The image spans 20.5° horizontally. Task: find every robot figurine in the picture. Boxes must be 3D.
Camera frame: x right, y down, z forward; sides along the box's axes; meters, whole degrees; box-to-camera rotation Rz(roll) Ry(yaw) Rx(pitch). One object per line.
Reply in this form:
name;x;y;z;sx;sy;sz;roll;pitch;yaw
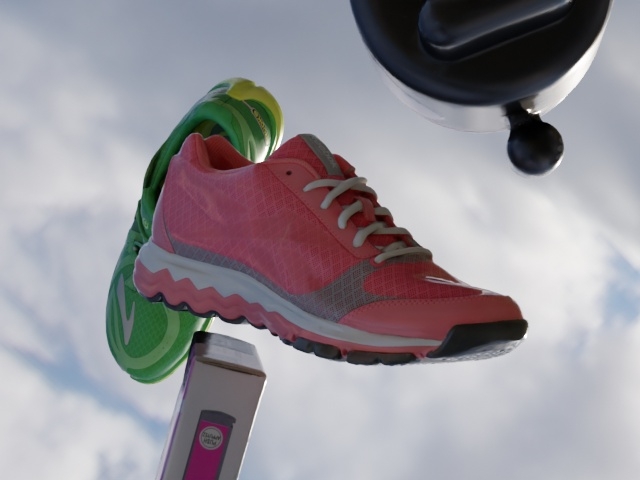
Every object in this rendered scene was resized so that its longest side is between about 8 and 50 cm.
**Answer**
robot figurine;0.104;-0.161;1.175;0.173;0.209;0.278;18;179;6

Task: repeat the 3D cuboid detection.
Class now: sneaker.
sneaker;-0.001;0.000;1.182;0.314;0.136;0.116;14;-172;36
sneaker;-0.133;-0.009;1.572;0.109;0.295;0.123;26;-163;16

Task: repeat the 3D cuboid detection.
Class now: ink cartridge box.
ink cartridge box;-0.119;0.263;1.403;0.069;0.371;0.176;13;-178;-5
